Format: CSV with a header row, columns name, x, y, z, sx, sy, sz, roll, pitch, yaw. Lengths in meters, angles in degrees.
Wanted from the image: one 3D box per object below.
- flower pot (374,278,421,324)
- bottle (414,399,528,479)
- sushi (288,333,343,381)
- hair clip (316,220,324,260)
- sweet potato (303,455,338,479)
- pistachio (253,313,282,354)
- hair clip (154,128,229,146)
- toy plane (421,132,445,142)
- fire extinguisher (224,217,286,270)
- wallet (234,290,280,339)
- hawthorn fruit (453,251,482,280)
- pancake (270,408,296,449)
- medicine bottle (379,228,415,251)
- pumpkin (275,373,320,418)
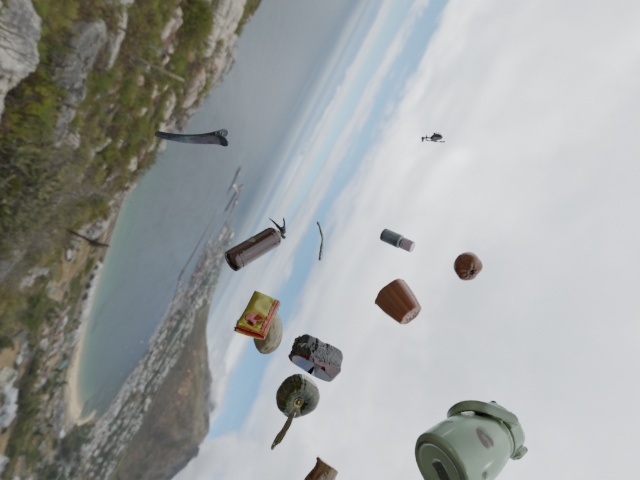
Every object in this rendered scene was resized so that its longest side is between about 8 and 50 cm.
name,x,y,z,sx,sy,sz,roll,pitch,yaw
flower pot,0.390,0.307,2.057,0.173,0.191,0.190,49,-61,36
bottle,0.474,0.609,1.288,0.352,0.229,0.229,-15,159,-32
sushi,-0.015,0.484,1.757,0.136,0.225,0.126,-40,-160,49
hair clip,0.002,0.000,2.183,0.066,0.036,0.229,63,21,-62
sweet potato,-0.045,1.166,1.923,0.336,0.131,0.131,-48,177,-37
pistachio,-0.284,0.498,2.286,0.138,0.153,0.237,147,-48,-60
hair clip,-0.495,-0.401,1.624,0.048,0.276,0.083,108,-24,-50
toy plane,0.571,-0.519,2.133,0.031,0.121,0.049,-63,153,-45
fire extinguisher,-0.274,0.000,1.904,0.344,0.138,0.102,-34,169,-33
wallet,-0.264,0.316,1.818,0.241,0.141,0.067,-69,179,-59
hawthorn fruit,0.628,0.109,1.805,0.128,0.128,0.128,-61,-171,16
pancake,-0.177,0.935,2.092,0.235,0.029,0.212,-61,174,36
medicine bottle,0.447,0.001,2.437,0.083,0.203,0.083,-32,135,-38
pumpkin,-0.137,0.884,2.414,0.260,0.260,0.189,-62,-160,6
